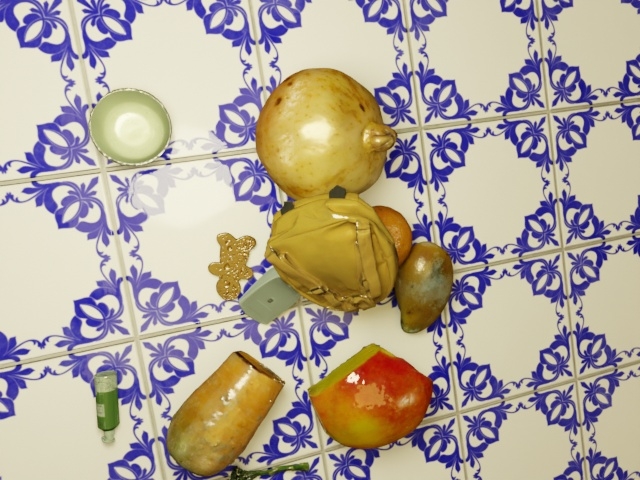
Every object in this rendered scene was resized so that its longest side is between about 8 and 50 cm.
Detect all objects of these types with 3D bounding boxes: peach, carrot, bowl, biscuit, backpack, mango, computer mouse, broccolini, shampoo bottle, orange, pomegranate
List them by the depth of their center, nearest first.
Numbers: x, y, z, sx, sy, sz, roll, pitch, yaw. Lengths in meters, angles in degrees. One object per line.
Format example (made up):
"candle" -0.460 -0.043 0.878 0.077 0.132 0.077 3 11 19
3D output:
"backpack" 0.034 0.037 1.339 0.353 0.201 0.378 -8 130 21
"pomegranate" 0.028 -0.281 1.353 0.410 0.410 0.410 -1 94 -14
"bowl" -0.520 -0.306 1.362 0.211 0.112 0.211 -1 93 -13
"shampoo bottle" -0.618 0.484 1.417 0.065 0.065 0.204 -3 94 -14
"carrot" -0.279 0.496 1.421 0.224 0.224 0.340 39 80 -13
"biscuit" -0.272 0.080 1.490 0.138 0.031 0.205 6 92 -14
"computer mouse" -0.142 0.160 1.496 0.231 0.079 0.128 -37 111 20
"orange" 0.173 -0.002 1.525 0.224 0.170 0.224 2 83 -20
"peach" 0.177 0.494 1.526 0.380 0.242 0.306 -29 95 -11
"broccolini" -0.159 0.742 1.552 0.254 0.057 0.071 -1 137 -11
"mango" 0.332 0.158 1.593 0.193 0.146 0.316 4 102 -11
